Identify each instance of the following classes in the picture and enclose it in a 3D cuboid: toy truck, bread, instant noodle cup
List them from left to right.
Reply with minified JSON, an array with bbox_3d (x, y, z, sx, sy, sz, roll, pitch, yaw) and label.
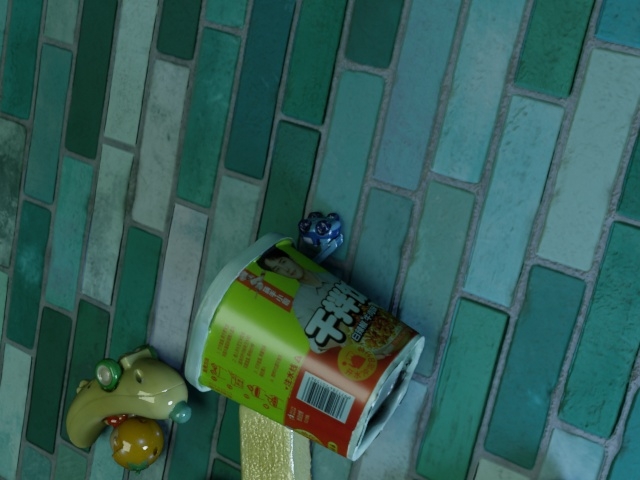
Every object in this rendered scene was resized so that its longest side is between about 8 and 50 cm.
[{"bbox_3d":[-0.081,0.377,1.716,0.125,0.068,0.188,1,97,32],"label":"bread"},{"bbox_3d":[-0.017,0.182,1.539,0.308,0.294,0.294,30,111,18],"label":"instant noodle cup"},{"bbox_3d":[0.000,0.000,1.624,0.073,0.056,0.090,6,112,27],"label":"toy truck"}]

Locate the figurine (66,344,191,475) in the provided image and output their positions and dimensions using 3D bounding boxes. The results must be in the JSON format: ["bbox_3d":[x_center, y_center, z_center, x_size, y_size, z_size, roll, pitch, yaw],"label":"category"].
[{"bbox_3d":[-0.379,0.344,1.868,0.324,0.124,0.222,-35,82,33],"label":"figurine"}]
